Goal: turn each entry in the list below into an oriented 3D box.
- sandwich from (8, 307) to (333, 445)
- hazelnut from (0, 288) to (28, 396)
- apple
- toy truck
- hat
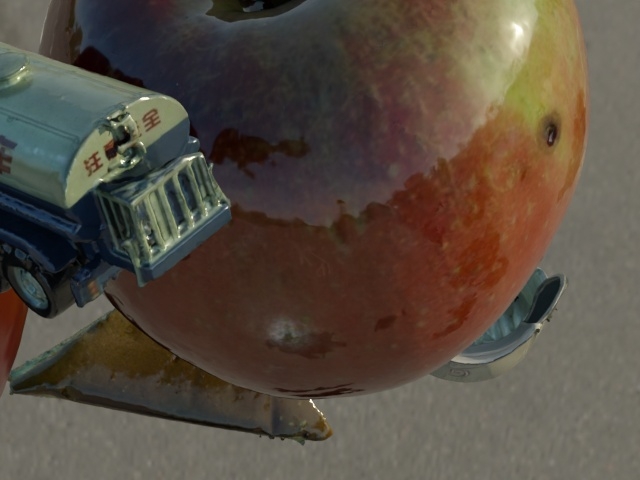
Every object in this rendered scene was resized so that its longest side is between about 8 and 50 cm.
[{"bbox_3d":[-0.110,0.093,1.271,0.244,0.090,0.088,11,80,-12],"label":"sandwich"},{"bbox_3d":[-0.349,0.003,0.817,0.429,0.402,0.402,8,38,-26],"label":"hazelnut"},{"bbox_3d":[-0.006,-0.079,1.031,0.348,0.277,0.348,-8,56,12],"label":"apple"},{"bbox_3d":[-0.123,-0.034,0.644,0.202,0.088,0.074,21,51,38],"label":"toy truck"},{"bbox_3d":[0.181,0.101,2.034,0.232,0.161,0.275,-3,12,1],"label":"hat"}]
